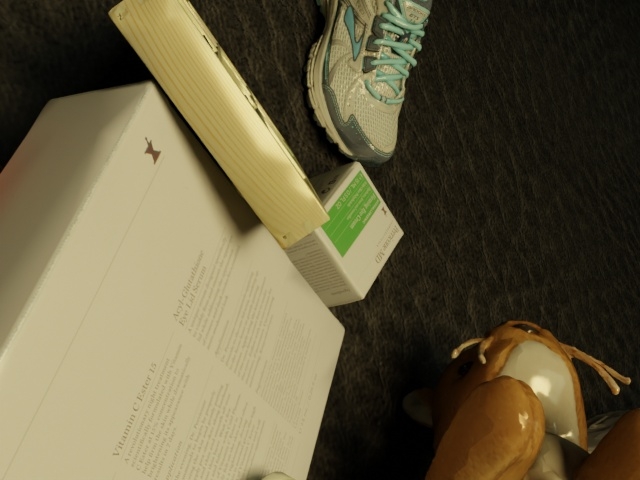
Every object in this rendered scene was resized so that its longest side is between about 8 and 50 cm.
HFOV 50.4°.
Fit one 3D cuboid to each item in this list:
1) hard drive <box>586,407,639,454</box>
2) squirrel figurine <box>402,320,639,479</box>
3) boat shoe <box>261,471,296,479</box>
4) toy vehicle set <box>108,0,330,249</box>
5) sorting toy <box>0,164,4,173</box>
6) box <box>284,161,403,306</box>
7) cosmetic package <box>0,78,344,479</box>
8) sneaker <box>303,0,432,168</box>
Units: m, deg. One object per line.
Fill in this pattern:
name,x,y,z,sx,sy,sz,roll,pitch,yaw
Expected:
hard drive,0.476,0.258,0.856,0.236,0.339,0.064,-5,79,-46
squirrel figurine,0.164,0.275,0.586,0.370,0.281,0.397,-91,-179,-63
boat shoe,-0.030,0.283,0.358,0.109,0.091,0.305,51,45,-49
toy vehicle set,-0.072,-0.106,0.506,0.166,0.035,0.267,55,3,-20
sorting toy,-0.225,-0.142,0.451,0.126,0.127,0.366,30,56,-64
box,0.000,0.000,0.620,0.087,0.102,0.101,56,44,-20
cosmetic package,-0.120,0.144,0.396,0.284,0.097,0.377,58,40,-46
sneaker,0.058,-0.220,0.738,0.110,0.122,0.283,13,68,-43
